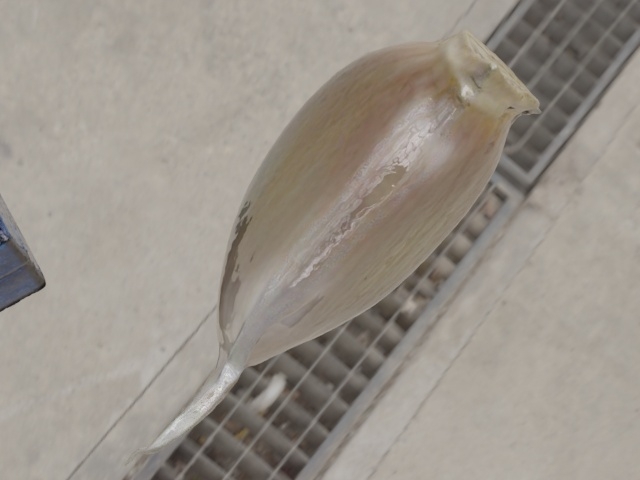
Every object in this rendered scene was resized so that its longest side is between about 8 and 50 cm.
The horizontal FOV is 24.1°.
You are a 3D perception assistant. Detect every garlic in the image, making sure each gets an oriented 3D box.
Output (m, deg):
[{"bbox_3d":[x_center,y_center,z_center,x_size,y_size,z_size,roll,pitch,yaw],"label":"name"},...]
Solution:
[{"bbox_3d":[-0.001,0.004,0.778,0.128,0.148,0.266,38,98,29],"label":"garlic"}]

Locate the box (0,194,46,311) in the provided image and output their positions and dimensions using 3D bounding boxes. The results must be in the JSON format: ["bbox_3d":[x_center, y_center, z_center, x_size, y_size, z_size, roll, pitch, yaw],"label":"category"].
[{"bbox_3d":[-0.399,-0.030,1.174,0.261,0.116,0.279,-31,68,-5],"label":"box"}]
